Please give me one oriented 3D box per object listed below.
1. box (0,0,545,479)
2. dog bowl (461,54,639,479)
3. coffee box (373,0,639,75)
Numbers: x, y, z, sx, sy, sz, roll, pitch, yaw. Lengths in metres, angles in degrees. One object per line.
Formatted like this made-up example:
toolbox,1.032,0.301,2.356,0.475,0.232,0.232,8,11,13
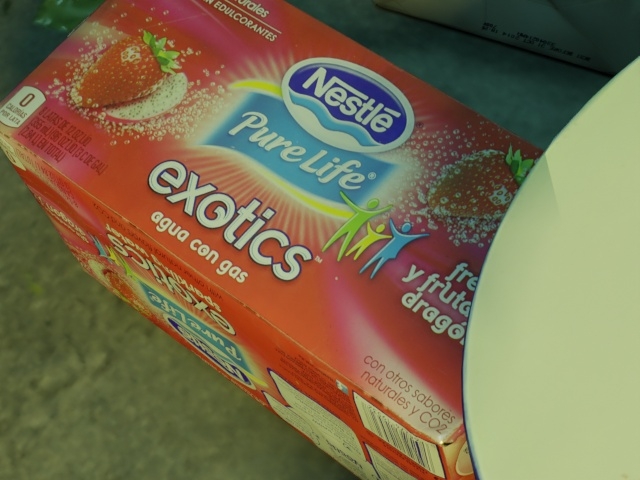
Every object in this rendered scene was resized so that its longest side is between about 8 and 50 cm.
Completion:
box,0.000,0.000,0.659,0.257,0.128,0.122,33,71,29
dog bowl,0.175,0.037,0.418,0.265,0.104,0.265,-19,43,19
coffee box,0.131,-0.223,0.789,0.141,0.098,0.246,17,70,8
